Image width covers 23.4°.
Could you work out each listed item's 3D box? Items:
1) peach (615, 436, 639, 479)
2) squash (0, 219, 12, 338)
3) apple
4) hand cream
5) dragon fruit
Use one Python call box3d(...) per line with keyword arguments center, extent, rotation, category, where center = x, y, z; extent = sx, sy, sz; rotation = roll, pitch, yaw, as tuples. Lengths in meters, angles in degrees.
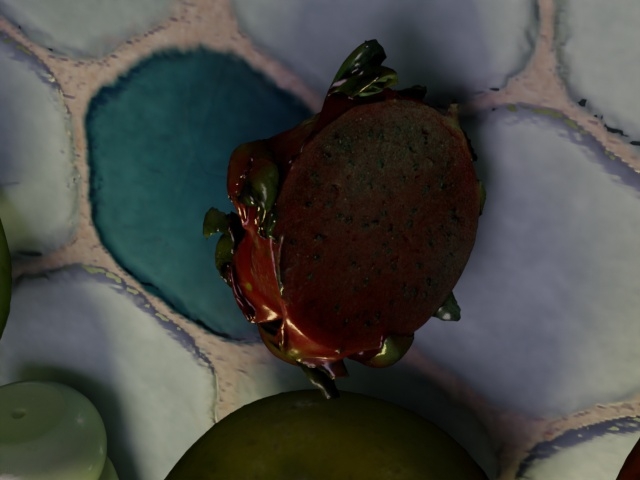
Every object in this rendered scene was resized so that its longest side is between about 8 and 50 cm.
box3d(center=(0.271, 0.177, 0.561), extent=(0.372, 0.290, 0.372), rotation=(-11, 73, 39), category="peach")
box3d(center=(-0.345, 0.041, 0.871), extent=(0.309, 0.210, 0.233), rotation=(-28, 90, 33), category="squash")
box3d(center=(0.001, 0.174, 0.786), extent=(0.196, 0.196, 0.157), rotation=(12, 147, 21), category="apple")
box3d(center=(-0.159, 0.227, 0.962), extent=(0.147, 0.093, 0.306), rotation=(6, 124, 18), category="hand cream")
box3d(center=(0.000, 0.000, 0.718), extent=(0.138, 0.142, 0.175), rotation=(20, 159, -27), category="dragon fruit")
